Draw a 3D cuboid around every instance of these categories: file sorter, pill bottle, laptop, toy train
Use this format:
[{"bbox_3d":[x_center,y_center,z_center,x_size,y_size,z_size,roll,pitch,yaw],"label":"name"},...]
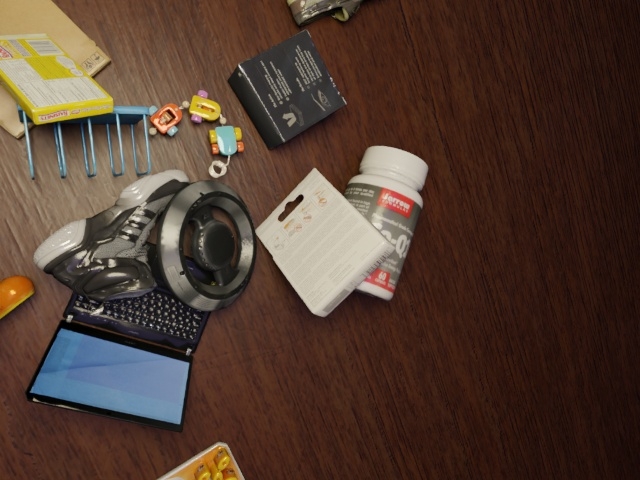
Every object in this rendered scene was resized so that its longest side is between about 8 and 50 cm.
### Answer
[{"bbox_3d":[-0.365,-0.151,0.691,0.171,0.118,0.104,-9,100,-32],"label":"file sorter"},{"bbox_3d":[0.111,-0.035,0.892,0.161,0.161,0.283,22,83,-23],"label":"pill bottle"},{"bbox_3d":[-0.298,0.140,0.731,0.234,0.137,0.264,24,82,-23],"label":"laptop"},{"bbox_3d":[-0.223,-0.197,0.804,0.166,0.046,0.125,43,77,-16],"label":"toy train"}]

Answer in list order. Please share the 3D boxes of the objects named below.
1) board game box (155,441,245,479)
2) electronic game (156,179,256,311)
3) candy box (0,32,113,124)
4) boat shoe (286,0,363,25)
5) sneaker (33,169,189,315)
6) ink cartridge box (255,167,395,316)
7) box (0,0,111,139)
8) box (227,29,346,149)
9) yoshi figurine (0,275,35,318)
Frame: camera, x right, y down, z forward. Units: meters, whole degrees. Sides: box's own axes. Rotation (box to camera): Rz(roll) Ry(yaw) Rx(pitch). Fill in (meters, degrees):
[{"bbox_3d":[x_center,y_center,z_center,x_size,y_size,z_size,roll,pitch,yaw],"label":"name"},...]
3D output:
[{"bbox_3d":[-0.272,0.643,0.808,0.390,0.050,0.389,-26,102,-21],"label":"board game box"},{"bbox_3d":[-0.189,0.009,0.771,0.229,0.048,0.229,4,85,-59],"label":"electronic game"},{"bbox_3d":[-0.397,-0.236,0.626,0.206,0.027,0.105,43,48,22],"label":"candy box"},{"bbox_3d":[0.041,-0.484,0.895,0.224,0.080,0.073,-18,105,-17],"label":"boat shoe"},{"bbox_3d":[-0.298,0.003,0.721,0.269,0.101,0.153,-41,96,-29],"label":"sneaker"},{"bbox_3d":[0.000,0.000,0.819,0.181,0.224,0.056,-45,146,8],"label":"ink cartridge box"},{"bbox_3d":[-0.474,-0.289,0.699,0.164,0.021,0.201,46,75,-19],"label":"box"},{"bbox_3d":[-0.064,-0.285,0.843,0.158,0.093,0.155,-36,106,-20],"label":"box"},{"bbox_3d":[-0.564,-0.029,0.589,0.362,0.204,0.203,53,56,-14],"label":"yoshi figurine"}]
